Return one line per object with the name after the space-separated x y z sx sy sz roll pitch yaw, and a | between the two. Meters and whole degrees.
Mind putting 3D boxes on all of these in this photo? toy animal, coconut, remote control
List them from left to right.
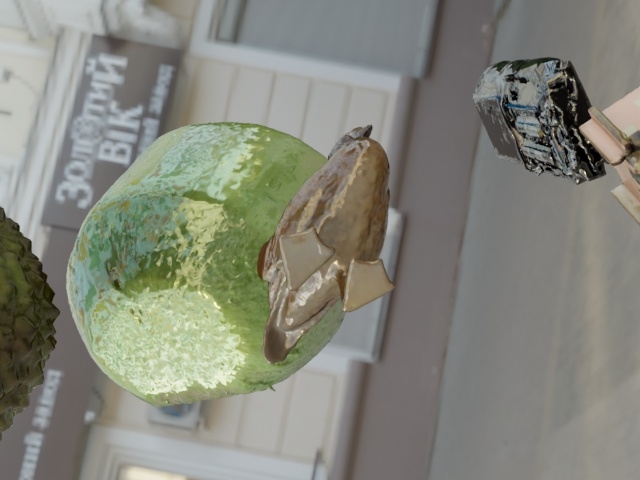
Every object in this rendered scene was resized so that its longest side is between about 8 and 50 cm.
-0.102 0.022 1.258 0.328 0.281 0.328 -45 7 7 | coconut
0.000 0.000 0.918 0.188 0.089 0.179 -61 12 26 | toy animal
0.234 -0.130 1.325 0.399 0.062 0.145 -104 -10 -83 | remote control

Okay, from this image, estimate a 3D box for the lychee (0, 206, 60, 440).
-0.335 0.062 0.912 0.320 0.270 0.270 -35 18 21 | lychee

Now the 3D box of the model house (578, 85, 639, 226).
0.381 -0.085 0.825 0.244 0.326 0.169 59 -176 40 | model house
